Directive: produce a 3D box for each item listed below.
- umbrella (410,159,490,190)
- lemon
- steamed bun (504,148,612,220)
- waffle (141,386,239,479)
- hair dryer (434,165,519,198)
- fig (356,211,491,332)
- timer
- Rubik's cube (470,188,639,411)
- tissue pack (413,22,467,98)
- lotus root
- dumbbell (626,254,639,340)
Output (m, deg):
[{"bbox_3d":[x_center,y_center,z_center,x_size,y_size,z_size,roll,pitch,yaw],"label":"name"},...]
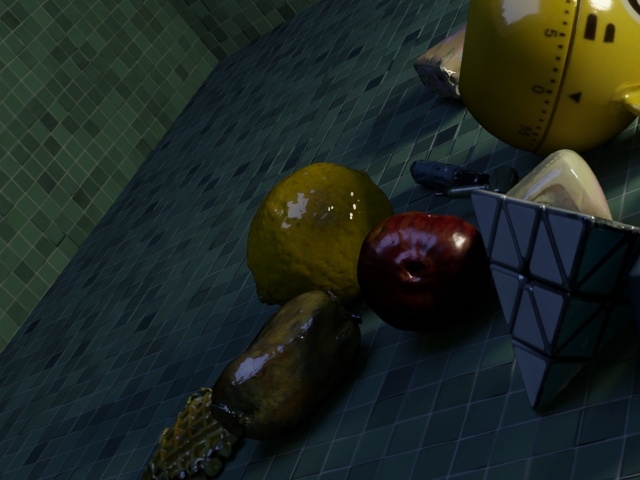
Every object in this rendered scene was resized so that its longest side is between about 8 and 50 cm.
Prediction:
[{"bbox_3d":[0.237,-0.116,2.007,0.250,0.052,0.053,-155,69,-65],"label":"umbrella"},{"bbox_3d":[0.000,0.000,1.915,0.310,0.253,0.253,-52,24,-20],"label":"lemon"},{"bbox_3d":[0.340,-0.030,1.552,0.170,0.152,0.239,-41,-3,10],"label":"steamed bun"},{"bbox_3d":[-0.212,0.340,1.854,0.214,0.054,0.207,-7,42,51],"label":"waffle"},{"bbox_3d":[0.265,-0.088,1.864,0.150,0.047,0.071,-3,38,26],"label":"hair dryer"},{"bbox_3d":[0.172,0.053,1.672,0.204,0.186,0.249,-11,-12,18],"label":"fig"},{"bbox_3d":[0.424,-0.303,1.747,0.387,0.376,0.376,10,35,4],"label":"timer"},{"bbox_3d":[0.318,0.033,1.340,0.233,0.229,0.228,-28,21,37],"label":"Rubik's cube"},{"bbox_3d":[0.349,-0.408,2.306,0.257,0.123,0.215,-34,19,-5],"label":"tissue pack"},{"bbox_3d":[-0.054,0.206,1.728,0.275,0.152,0.160,-41,23,-19],"label":"lotus root"},{"bbox_3d":[0.491,0.052,1.138,0.325,0.160,0.144,-9,68,52],"label":"dumbbell"}]
